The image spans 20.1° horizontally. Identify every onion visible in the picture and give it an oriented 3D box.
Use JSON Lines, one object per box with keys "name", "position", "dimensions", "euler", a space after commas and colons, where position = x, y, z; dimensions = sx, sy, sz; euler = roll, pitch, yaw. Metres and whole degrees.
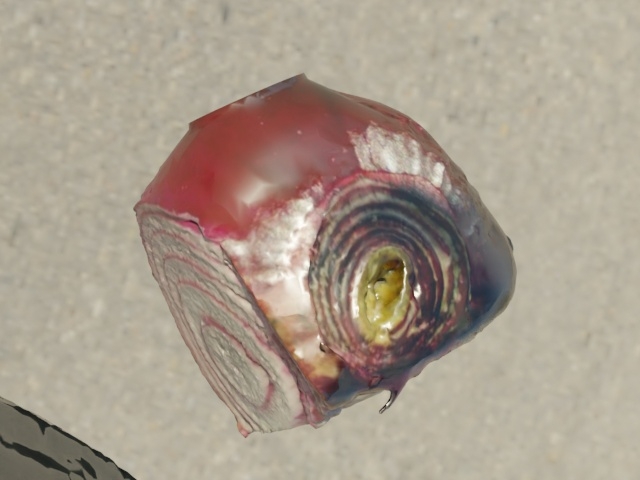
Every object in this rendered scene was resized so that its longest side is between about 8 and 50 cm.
{"name": "onion", "position": [0.004, -0.003, 1.151], "dimensions": [0.207, 0.216, 0.206], "euler": [-30, 94, -26]}

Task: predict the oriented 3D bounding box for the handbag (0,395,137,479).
{"name": "handbag", "position": [-0.123, 0.188, 0.617], "dimensions": [0.181, 0.254, 0.181], "euler": [37, 102, -29]}
